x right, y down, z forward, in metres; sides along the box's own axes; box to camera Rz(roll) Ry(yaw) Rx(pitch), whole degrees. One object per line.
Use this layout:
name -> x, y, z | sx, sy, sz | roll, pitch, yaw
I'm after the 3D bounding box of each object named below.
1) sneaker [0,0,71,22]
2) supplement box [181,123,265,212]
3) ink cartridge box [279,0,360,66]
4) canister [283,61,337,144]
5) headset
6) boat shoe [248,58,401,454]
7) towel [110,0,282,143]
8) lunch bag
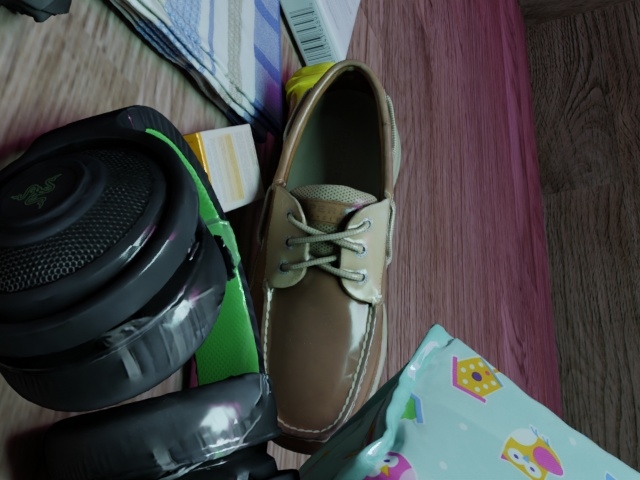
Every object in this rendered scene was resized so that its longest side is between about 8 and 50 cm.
sneaker -> -0.164, -0.176, 0.508 | 0.058, 0.084, 0.152 | 23, 21, -38
supplement box -> -0.081, -0.053, 0.679 | 0.098, 0.036, 0.062 | -28, 108, -69
ink cartridge box -> -0.015, -0.331, 0.970 | 0.224, 0.045, 0.223 | -75, 148, -49
canister -> 0.009, -0.070, 0.876 | 0.126, 0.073, 0.169 | 55, 33, -48
headset -> -0.069, 0.063, 0.448 | 0.394, 0.185, 0.243 | -78, 152, -68
boat shoe -> 0.000, 0.000, 0.699 | 0.116, 0.123, 0.324 | 87, 7, -64
towel -> -0.102, -0.221, 0.710 | 0.285, 0.034, 0.209 | 40, 45, -60
lunch bag -> 0.070, 0.219, 0.553 | 0.223, 0.262, 0.160 | 37, 37, 2
